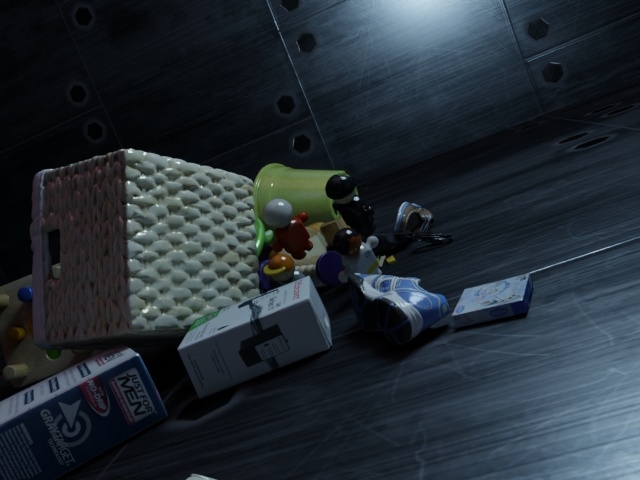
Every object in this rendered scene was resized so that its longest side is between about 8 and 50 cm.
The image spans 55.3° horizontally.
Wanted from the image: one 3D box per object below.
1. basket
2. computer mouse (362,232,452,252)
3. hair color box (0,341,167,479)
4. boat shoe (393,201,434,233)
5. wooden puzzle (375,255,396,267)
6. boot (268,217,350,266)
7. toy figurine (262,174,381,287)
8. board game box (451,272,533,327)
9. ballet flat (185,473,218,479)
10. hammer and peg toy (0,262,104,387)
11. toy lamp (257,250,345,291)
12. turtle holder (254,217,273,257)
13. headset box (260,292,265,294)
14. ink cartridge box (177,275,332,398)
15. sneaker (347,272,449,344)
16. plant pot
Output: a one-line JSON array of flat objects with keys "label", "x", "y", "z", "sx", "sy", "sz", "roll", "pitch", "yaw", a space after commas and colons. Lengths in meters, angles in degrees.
[{"label": "basket", "x": -0.313, "y": 0.025, "z": 1.123, "sx": 0.266, "sy": 0.328, "sz": 0.331, "roll": -13, "pitch": -13, "yaw": 35}, {"label": "computer mouse", "x": 0.178, "y": 0.005, "z": 1.287, "sx": 0.071, "sy": 0.041, "sz": 0.242, "roll": 2, "pitch": -2, "yaw": -35}, {"label": "hair color box", "x": -0.407, "y": 0.274, "z": 0.852, "sx": 0.347, "sy": 0.105, "sz": 0.174, "roll": -27, "pitch": 9, "yaw": -24}, {"label": "boat shoe", "x": 0.213, "y": -0.048, "z": 1.352, "sx": 0.066, "sy": 0.066, "sz": 0.183, "roll": 19, "pitch": 17, "yaw": 19}, {"label": "wooden puzzle", "x": 0.099, "y": 0.050, "z": 1.257, "sx": 0.116, "sy": 0.014, "sz": 0.078, "roll": -21, "pitch": 9, "yaw": 12}, {"label": "boot", "x": -0.070, "y": 0.028, "z": 1.596, "sx": 0.211, "sy": 0.104, "sz": 0.295, "roll": -23, "pitch": 3, "yaw": 40}, {"label": "toy figurine", "x": 0.000, "y": 0.000, "z": 1.128, "sx": 0.213, "sy": 0.148, "sz": 0.209, "roll": -17, "pitch": 43, "yaw": 16}, {"label": "board game box", "x": 0.220, "y": 0.076, "z": 0.776, "sx": 0.090, "sy": 0.020, "sz": 0.090, "roll": -17, "pitch": 10, "yaw": 28}, {"label": "ballet flat", "x": -0.120, "y": 0.234, "z": 0.517, "sx": 0.188, "sy": 0.070, "sz": 0.070, "roll": -20, "pitch": 9, "yaw": 14}, {"label": "hammer and peg toy", "x": -0.618, "y": 0.175, "z": 1.487, "sx": 0.361, "sy": 0.265, "sz": 0.127, "roll": -22, "pitch": -10, "yaw": 6}, {"label": "toy lamp", "x": -0.063, "y": 0.071, "z": 1.327, "sx": 0.080, "sy": 0.080, "sz": 0.275, "roll": -29, "pitch": 10, "yaw": -38}, {"label": "turtle holder", "x": -0.288, "y": 0.027, "z": 1.558, "sx": 0.243, "sy": 0.227, "sz": 0.320, "roll": -3, "pitch": 49, "yaw": 47}, {"label": "headset box", "x": -0.141, "y": 0.140, "z": 1.248, "sx": 0.083, "sy": 0.032, "sz": 0.062, "roll": -25, "pitch": 9, "yaw": -14}, {"label": "ink cartridge box", "x": -0.095, "y": 0.142, "z": 0.938, "sx": 0.208, "sy": 0.086, "sz": 0.153, "roll": -21, "pitch": 9, "yaw": 2}, {"label": "sneaker", "x": 0.100, "y": 0.088, "z": 0.854, "sx": 0.081, "sy": 0.080, "sz": 0.211, "roll": -18, "pitch": 17, "yaw": -17}, {"label": "plant pot", "x": -0.031, "y": -0.114, "z": 1.890, "sx": 0.254, "sy": 0.276, "sz": 0.276, "roll": -3, "pitch": 18, "yaw": 32}]
